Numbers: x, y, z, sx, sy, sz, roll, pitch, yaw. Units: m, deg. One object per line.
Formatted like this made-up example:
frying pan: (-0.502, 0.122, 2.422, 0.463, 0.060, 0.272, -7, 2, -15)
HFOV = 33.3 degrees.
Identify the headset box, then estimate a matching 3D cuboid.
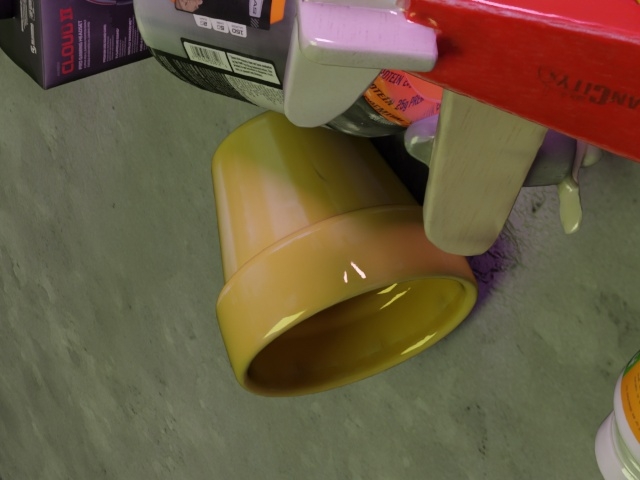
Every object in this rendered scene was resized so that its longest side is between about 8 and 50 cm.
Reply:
headset box: (-0.221, -0.303, 1.136, 0.110, 0.293, 0.218, 42, 140, 31)

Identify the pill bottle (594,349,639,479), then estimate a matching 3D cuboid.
pill bottle: (0.308, 0.114, 0.813, 0.136, 0.136, 0.246, 50, 144, 21)

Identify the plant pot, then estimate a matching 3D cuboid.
plant pot: (0.000, 0.000, 1.096, 0.239, 0.254, 0.254, 68, 151, 26)

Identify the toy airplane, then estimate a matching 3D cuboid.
toy airplane: (0.162, -0.160, 0.716, 0.386, 0.272, 0.384, -16, 127, 37)

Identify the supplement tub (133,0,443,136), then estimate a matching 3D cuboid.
supplement tub: (-0.004, -0.213, 0.971, 0.338, 0.207, 0.207, 23, 129, 45)
